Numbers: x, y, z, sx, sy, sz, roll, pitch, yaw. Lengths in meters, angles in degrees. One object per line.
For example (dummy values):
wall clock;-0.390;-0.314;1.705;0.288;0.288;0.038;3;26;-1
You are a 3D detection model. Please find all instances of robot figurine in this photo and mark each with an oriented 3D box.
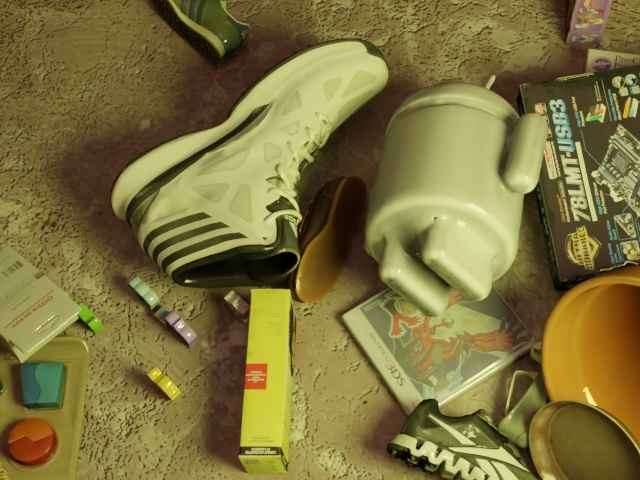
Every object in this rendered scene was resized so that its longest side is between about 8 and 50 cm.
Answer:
robot figurine;0.173;-0.072;1.457;0.300;0.200;0.353;-21;40;38

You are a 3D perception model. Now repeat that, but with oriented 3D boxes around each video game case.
video game case;0.161;0.124;1.472;0.201;0.023;0.183;-30;64;-10

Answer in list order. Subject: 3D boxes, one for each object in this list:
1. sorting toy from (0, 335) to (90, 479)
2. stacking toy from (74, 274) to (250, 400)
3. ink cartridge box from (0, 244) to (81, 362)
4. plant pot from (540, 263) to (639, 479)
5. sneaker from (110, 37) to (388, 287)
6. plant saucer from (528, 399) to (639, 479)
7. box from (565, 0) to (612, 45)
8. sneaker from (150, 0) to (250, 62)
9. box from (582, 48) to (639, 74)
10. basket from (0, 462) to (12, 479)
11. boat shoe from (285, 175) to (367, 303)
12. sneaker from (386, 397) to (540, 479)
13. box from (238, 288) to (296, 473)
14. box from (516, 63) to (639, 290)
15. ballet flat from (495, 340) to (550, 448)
sorting toy;-0.475;0.241;1.464;0.307;0.041;0.229;-3;63;4
stacking toy;-0.223;0.097;1.508;0.221;0.052;0.167;38;72;22
ink cartridge box;-0.415;0.096;1.499;0.180;0.060;0.104;34;61;30
plant pot;0.442;0.146;1.298;0.204;0.290;0.291;-24;60;-37
sneaker;-0.046;-0.083;1.511;0.448;0.169;0.257;-34;61;-8
plant saucer;0.328;0.263;1.302;0.029;0.168;0.168;-27;60;-39
box;0.409;-0.456;1.594;0.057;0.293;0.200;4;63;5
sneaker;-0.192;-0.367;1.742;0.086;0.064;0.192;-36;65;-21
box;0.549;-0.220;1.588;0.324;0.063;0.067;10;65;10
basket;-0.509;0.389;1.345;0.299;0.223;0.213;48;119;21
boat shoe;0.000;0.000;1.532;0.073;0.073;0.207;-4;51;47
sneaker;0.208;0.267;1.348;0.234;0.078;0.106;24;67;7
box;-0.068;0.185;1.429;0.058;0.087;0.232;0;64;6
box;0.444;-0.097;1.493;0.294;0.073;0.295;-10;74;5
ballet flat;0.294;0.170;1.410;0.068;0.072;0.213;25;68;23
